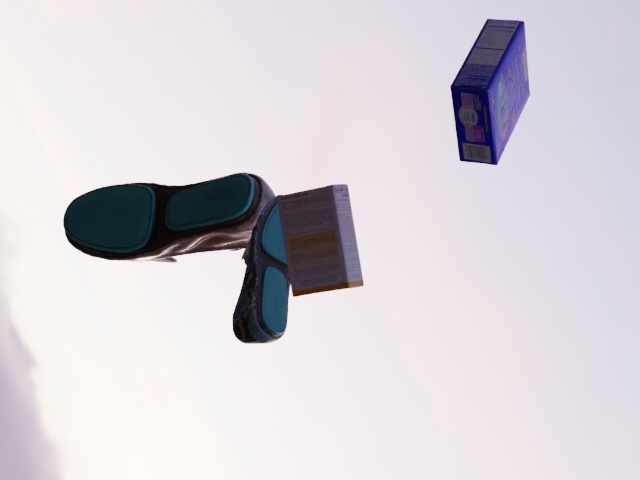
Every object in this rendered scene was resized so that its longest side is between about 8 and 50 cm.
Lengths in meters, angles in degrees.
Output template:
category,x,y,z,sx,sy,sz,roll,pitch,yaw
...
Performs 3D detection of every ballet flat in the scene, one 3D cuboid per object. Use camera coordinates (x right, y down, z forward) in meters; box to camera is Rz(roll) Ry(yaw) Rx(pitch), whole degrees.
category,x,y,z,sx,sy,sz,roll,pitch,yaw
ballet flat,-0.064,0.033,1.633,0.070,0.070,0.188,95,5,-52
ballet flat,-0.176,-0.014,1.828,0.316,0.108,0.106,-2,-25,35

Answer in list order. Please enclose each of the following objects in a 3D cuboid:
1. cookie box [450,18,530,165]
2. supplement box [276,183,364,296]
category,x,y,z,sx,sy,sz,roll,pitch,yaw
cookie box,0.160,-0.139,1.385,0.040,0.107,0.092,10,-43,23
supplement box,0.000,0.000,1.394,0.062,0.036,0.098,-9,-92,27
